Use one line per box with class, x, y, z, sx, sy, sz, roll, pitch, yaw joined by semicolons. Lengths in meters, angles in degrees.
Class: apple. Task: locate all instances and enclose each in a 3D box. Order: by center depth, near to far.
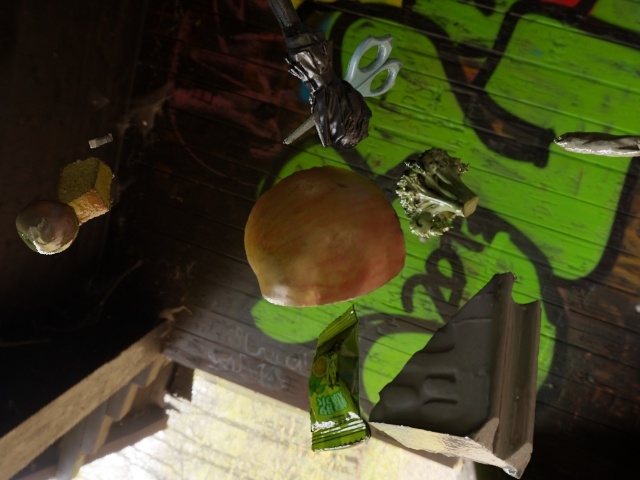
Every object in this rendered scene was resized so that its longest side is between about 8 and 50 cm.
apple;0.000;0.000;1.104;0.309;0.314;0.252;-18;-15;-30

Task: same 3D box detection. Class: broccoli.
broccoli;0.343;-0.135;1.435;0.247;0.243;0.263;33;-87;-39

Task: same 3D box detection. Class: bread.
bread;-0.508;-0.117;1.061;0.187;0.103;0.065;-109;-4;-46

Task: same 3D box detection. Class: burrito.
burrito;0.733;-0.249;1.272;0.275;0.082;0.059;-146;43;-66

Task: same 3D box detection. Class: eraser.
eraser;-0.706;-0.321;1.582;0.099;0.019;0.027;-63;-35;-61

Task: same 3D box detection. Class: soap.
soap;0.240;0.228;0.885;0.258;0.159;0.302;-15;48;50

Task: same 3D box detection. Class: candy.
candy;0.025;0.255;0.915;0.149;0.069;0.246;-37;38;41

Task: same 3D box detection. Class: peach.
peach;-0.398;-0.022;0.723;0.083;0.083;0.083;19;-90;-82

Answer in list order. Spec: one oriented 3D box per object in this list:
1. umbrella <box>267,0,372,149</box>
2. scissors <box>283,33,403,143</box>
umbrella;-0.011;-0.331;0.938;0.340;0.118;0.118;60;-155;-14
scissors;0.046;-0.358;1.224;0.360;0.029;0.191;-37;-27;10
